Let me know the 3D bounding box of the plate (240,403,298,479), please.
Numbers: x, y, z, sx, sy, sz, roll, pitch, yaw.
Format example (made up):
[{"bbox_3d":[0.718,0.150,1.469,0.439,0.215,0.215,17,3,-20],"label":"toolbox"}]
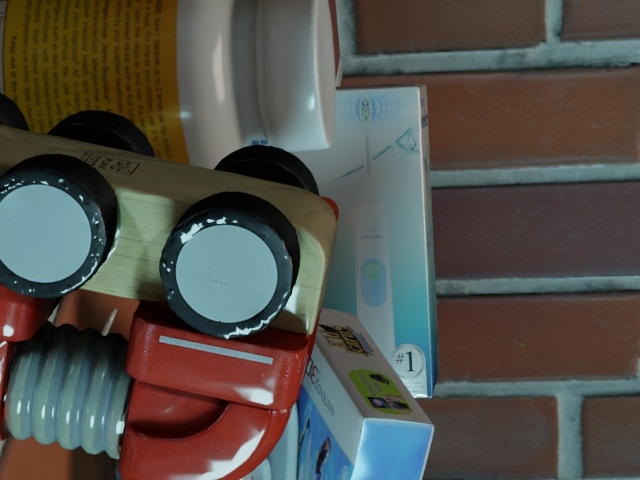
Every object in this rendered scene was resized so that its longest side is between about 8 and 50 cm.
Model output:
[{"bbox_3d":[-0.067,0.187,1.347,0.277,0.045,0.278,46,45,-67],"label":"plate"}]

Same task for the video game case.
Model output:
[{"bbox_3d":[0.001,0.218,1.473,0.244,0.061,0.270,-126,-133,-69],"label":"video game case"}]

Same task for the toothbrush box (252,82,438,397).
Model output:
[{"bbox_3d":[0.000,0.000,1.783,0.126,0.216,0.296,-39,127,-82],"label":"toothbrush box"}]

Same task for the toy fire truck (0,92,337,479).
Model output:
[{"bbox_3d":[-0.120,0.078,0.827,0.158,0.217,0.246,-72,174,-73],"label":"toy fire truck"}]

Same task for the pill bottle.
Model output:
[{"bbox_3d":[-0.100,-0.087,0.974,0.117,0.208,0.118,-2,90,-84],"label":"pill bottle"}]

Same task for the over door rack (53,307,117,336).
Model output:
[{"bbox_3d":[-0.139,-0.116,1.185,0.239,0.108,0.324,-66,167,-75],"label":"over door rack"}]
